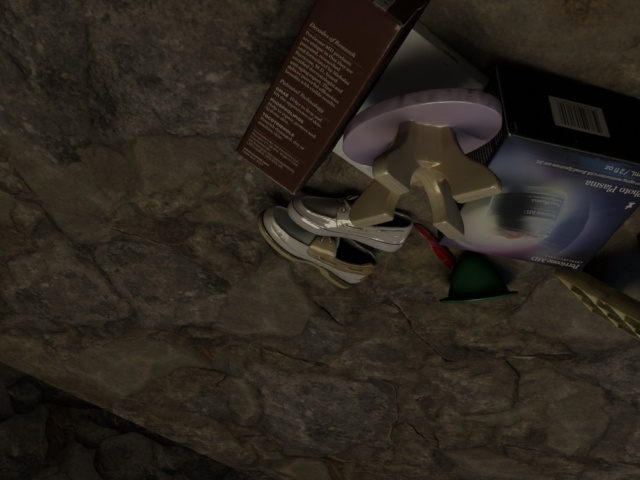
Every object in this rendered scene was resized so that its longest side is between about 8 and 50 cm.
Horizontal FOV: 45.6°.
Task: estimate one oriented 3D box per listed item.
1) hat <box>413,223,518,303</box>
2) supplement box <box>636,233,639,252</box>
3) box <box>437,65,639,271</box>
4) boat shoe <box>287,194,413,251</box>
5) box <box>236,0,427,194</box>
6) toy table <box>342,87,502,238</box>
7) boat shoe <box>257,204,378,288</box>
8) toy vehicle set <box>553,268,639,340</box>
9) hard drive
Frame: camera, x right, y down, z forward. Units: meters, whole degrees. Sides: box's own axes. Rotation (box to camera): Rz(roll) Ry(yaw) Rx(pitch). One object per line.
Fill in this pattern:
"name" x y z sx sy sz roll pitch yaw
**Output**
"hat" 0.335 0.040 1.690 0.172 0.184 0.208 -9 177 32
"supplement box" 0.697 0.071 1.506 0.080 0.188 0.104 -27 126 35
"box" 0.394 -0.114 1.357 0.296 0.183 0.294 11 141 -10
"boat shoe" 0.066 -0.052 1.599 0.267 0.096 0.088 19 135 -10
"box" 0.019 -0.275 1.249 0.143 0.191 0.381 37 132 -1
"toy table" 0.158 -0.118 1.211 0.252 0.161 0.274 24 149 -37
"boat shoe" 0.000 0.000 1.669 0.103 0.113 0.302 -29 135 36
"toy vehicle set" 0.620 0.145 1.585 0.166 0.267 0.035 40 91 -27
"hard drive" 0.133 -0.248 1.401 0.203 0.040 0.307 32 135 -21
